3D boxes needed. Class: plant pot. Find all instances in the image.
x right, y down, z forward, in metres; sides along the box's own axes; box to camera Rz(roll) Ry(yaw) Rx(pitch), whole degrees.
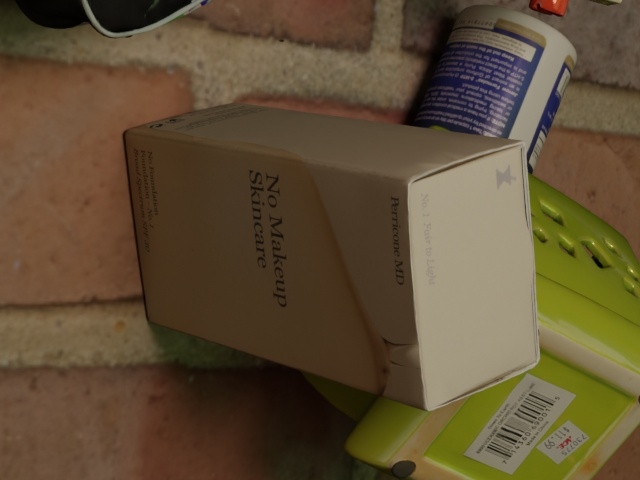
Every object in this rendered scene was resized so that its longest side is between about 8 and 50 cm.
[{"bbox_3d":[0.130,0.085,1.231,0.227,0.207,0.228,27,112,-27],"label":"plant pot"}]

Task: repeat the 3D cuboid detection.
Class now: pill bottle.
[{"bbox_3d":[0.137,-0.096,1.346,0.112,0.112,0.187,32,76,-41],"label":"pill bottle"}]

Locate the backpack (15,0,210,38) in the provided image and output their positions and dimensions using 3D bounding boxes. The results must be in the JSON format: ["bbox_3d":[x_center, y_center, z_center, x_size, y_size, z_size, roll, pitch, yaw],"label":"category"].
[{"bbox_3d":[-0.110,-0.270,1.037,0.253,0.191,0.225,-30,120,-26],"label":"backpack"}]

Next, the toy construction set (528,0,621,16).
[{"bbox_3d":[0.159,-0.334,1.207,0.215,0.151,0.328,13,80,-24],"label":"toy construction set"}]

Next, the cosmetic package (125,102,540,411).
[{"bbox_3d":[0.000,0.000,1.106,0.113,0.309,0.160,-18,109,-37],"label":"cosmetic package"}]
